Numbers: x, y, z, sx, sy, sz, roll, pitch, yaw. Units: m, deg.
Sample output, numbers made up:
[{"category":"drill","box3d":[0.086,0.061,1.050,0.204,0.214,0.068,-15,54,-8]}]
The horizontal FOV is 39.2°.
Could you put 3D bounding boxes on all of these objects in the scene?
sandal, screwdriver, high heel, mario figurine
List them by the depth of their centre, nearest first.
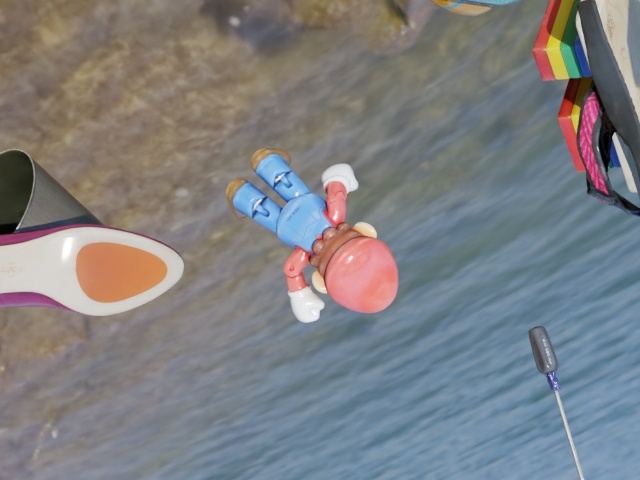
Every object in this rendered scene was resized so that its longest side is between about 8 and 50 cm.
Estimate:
[{"category":"sandal","box3d":[0.177,-0.066,0.560,0.040,0.179,0.067,-17,158,14]},{"category":"screwdriver","box3d":[0.254,0.172,0.946,0.025,0.169,0.024,-6,162,-40]},{"category":"high heel","box3d":[-0.387,0.033,1.249,0.377,0.127,0.181,1,-175,-18]},{"category":"mario figurine","box3d":[0.000,0.000,1.433,0.170,0.320,0.198,-21,145,-43]}]

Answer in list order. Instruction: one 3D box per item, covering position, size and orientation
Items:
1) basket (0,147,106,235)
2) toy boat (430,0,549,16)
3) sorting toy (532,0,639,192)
[{"category":"basket","box3d":[-0.450,-0.011,1.447,0.204,0.154,0.227,-62,147,-6]},{"category":"toy boat","box3d":[0.240,-0.354,1.197,0.318,0.267,0.148,-2,116,-21]},{"category":"sorting toy","box3d":[0.331,-0.231,1.042,0.089,0.255,0.257,-1,140,34]}]
